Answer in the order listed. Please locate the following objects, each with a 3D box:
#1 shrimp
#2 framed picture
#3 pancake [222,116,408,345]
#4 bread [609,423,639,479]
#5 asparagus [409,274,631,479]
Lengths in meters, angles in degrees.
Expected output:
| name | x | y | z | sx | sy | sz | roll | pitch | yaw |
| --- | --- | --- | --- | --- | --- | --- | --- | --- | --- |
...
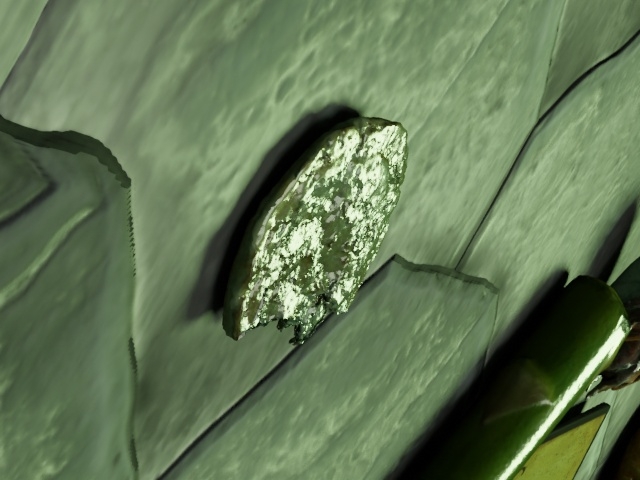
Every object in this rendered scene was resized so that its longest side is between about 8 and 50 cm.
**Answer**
| name | x | y | z | sx | sy | sz | roll | pitch | yaw |
| --- | --- | --- | --- | --- | --- | --- | --- | --- | --- |
| shrimp | 0.241 | 0.077 | 1.285 | 0.233 | 0.079 | 0.090 | -45 | 158 | 14 |
| framed picture | 0.129 | 0.269 | 1.354 | 0.338 | 0.014 | 0.255 | -9 | 127 | -61 |
| pancake | 0.003 | -0.005 | 0.737 | 0.116 | 0.022 | 0.129 | -64 | 157 | 5 |
| bread | 0.415 | 0.237 | 1.772 | 0.253 | 0.142 | 0.227 | -49 | 157 | -18 |
| asparagus | 0.125 | 0.132 | 1.122 | 0.278 | 0.060 | 0.067 | -47 | 165 | -26 |
